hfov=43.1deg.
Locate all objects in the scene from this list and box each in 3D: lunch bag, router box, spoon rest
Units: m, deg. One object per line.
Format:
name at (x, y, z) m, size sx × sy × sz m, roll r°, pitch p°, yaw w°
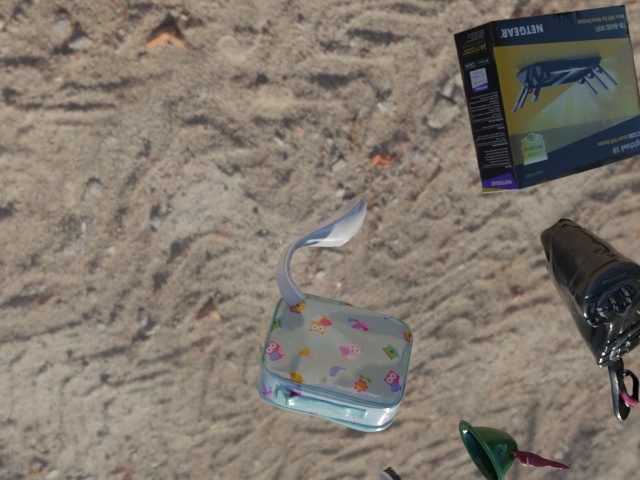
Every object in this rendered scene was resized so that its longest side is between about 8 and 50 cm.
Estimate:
lunch bag at (0.020, 0.225, 1.491) m, size 0.279 × 0.224 × 0.108 m, roll 14°, pitch 139°, yaw 2°
router box at (0.362, -0.222, 1.245) m, size 0.308 × 0.081 × 0.243 m, roll -16°, pitch 98°, yaw -31°
spoon rest at (0.000, 0.000, 1.546) m, size 0.084 × 0.276 × 0.137 m, roll 44°, pitch 143°, yaw -11°

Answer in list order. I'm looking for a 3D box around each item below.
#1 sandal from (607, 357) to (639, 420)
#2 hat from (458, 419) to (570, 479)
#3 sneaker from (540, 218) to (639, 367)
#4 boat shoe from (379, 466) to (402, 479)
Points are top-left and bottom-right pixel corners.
sandal at (0.509, 0.245, 1.351) m, size 0.040 × 0.067 × 0.179 m, roll 0°, pitch 138°, yaw 27°
hat at (0.445, 0.460, 1.878) m, size 0.183 × 0.173 × 0.209 m, roll -28°, pitch 130°, yaw -12°
sneaker at (0.346, 0.061, 1.005) m, size 0.109 × 0.130 × 0.286 m, roll -35°, pitch 143°, yaw 2°
boat shoe at (0.204, 0.628, 2.049) m, size 0.038 × 0.125 × 0.046 m, roll -32°, pitch 156°, yaw -35°
